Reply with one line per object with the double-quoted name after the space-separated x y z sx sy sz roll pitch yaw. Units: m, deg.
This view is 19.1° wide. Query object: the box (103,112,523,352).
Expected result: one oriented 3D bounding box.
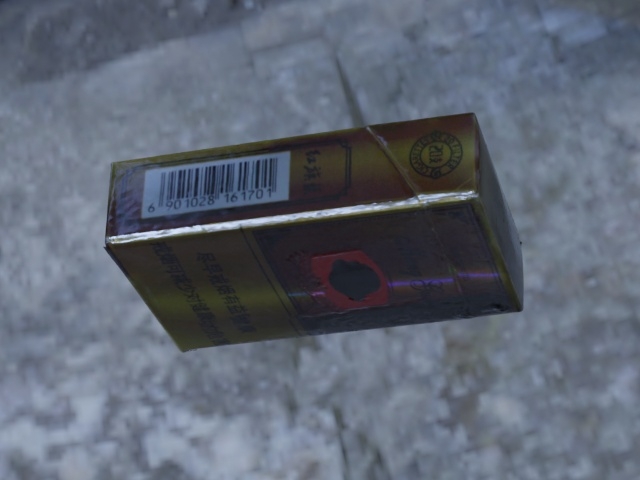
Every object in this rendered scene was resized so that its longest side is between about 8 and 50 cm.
0.000 0.000 1.217 0.240 0.071 0.159 -7 146 13 "box"
